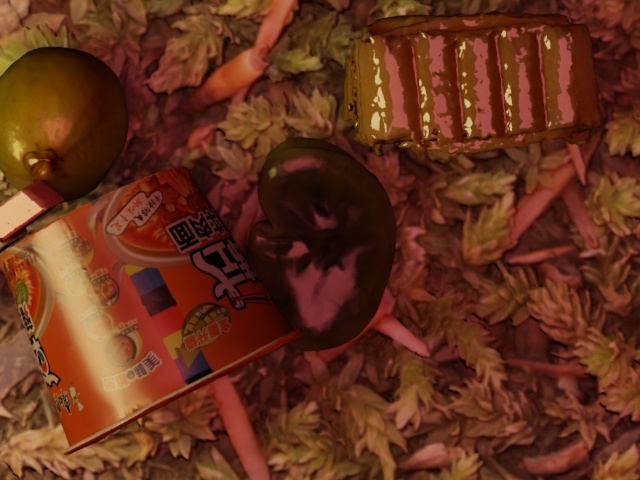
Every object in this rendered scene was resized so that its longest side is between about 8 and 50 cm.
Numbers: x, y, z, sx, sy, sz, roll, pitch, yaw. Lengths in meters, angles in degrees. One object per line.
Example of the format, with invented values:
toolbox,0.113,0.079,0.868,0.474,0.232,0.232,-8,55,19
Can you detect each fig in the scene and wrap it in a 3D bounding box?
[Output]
fig,-0.249,-0.108,1.843,0.136,0.121,0.153,-9,72,1

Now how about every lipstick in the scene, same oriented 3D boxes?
lipstick,-0.366,0.036,1.816,0.312,0.051,0.051,-35,98,22

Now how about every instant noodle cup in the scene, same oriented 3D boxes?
instant noodle cup,-0.167,0.059,1.811,0.250,0.250,0.192,-27,87,-2

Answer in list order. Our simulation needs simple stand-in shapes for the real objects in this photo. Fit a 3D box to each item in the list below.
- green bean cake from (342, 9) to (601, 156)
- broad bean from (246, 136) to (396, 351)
green bean cake,0.136,-0.147,1.818,0.230,0.224,0.131,-3,95,-1
broad bean,0.000,0.001,1.902,0.153,0.072,0.206,-10,107,-2
